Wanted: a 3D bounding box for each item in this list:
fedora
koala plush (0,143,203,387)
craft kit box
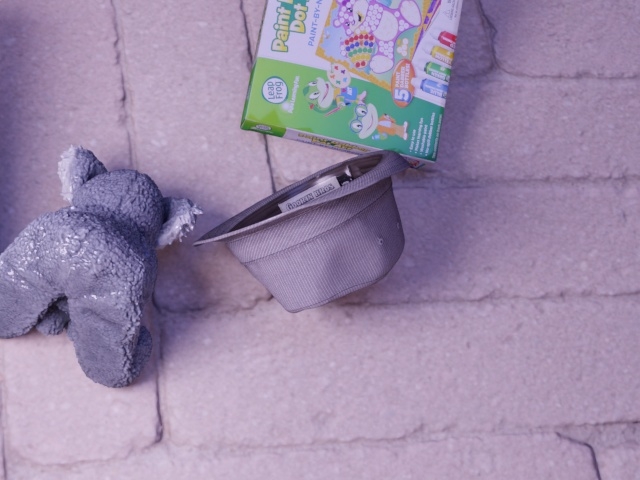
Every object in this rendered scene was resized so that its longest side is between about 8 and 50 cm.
[{"bbox_3d":[0.000,0.000,1.431,0.124,0.244,0.275,66,28,-8],"label":"fedora"},{"bbox_3d":[-0.232,0.002,1.383,0.196,0.203,0.221,26,46,-1],"label":"koala plush"},{"bbox_3d":[0.043,-0.235,1.607,0.247,0.061,0.249,11,79,-7],"label":"craft kit box"}]
